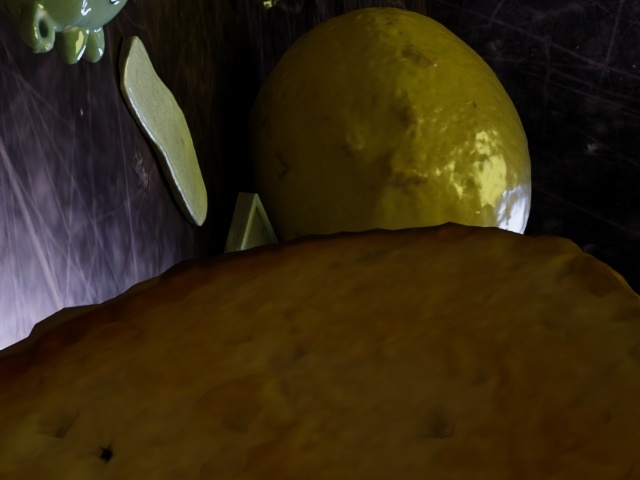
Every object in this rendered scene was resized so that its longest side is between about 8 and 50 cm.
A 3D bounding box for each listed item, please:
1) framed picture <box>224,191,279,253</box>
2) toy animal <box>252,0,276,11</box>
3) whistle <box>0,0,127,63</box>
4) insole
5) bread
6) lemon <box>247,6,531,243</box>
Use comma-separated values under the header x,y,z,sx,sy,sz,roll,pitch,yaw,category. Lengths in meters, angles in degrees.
x,y,z,sx,sy,sz,roll,pitch,yaw,category
-0.049,0.076,1.078,0.203,0.015,0.150,67,29,-54,framed picture
-0.037,-0.302,1.097,0.086,0.069,0.220,45,-57,56,toy animal
-0.121,-0.191,0.642,0.110,0.092,0.244,54,33,-52,whistle
-0.106,-0.073,0.908,0.192,0.010,0.063,70,19,-59,insole
-0.009,0.158,0.413,0.398,0.398,0.215,-77,152,-58,bread
0.060,-0.071,1.159,0.284,0.260,0.260,58,4,14,lemon
